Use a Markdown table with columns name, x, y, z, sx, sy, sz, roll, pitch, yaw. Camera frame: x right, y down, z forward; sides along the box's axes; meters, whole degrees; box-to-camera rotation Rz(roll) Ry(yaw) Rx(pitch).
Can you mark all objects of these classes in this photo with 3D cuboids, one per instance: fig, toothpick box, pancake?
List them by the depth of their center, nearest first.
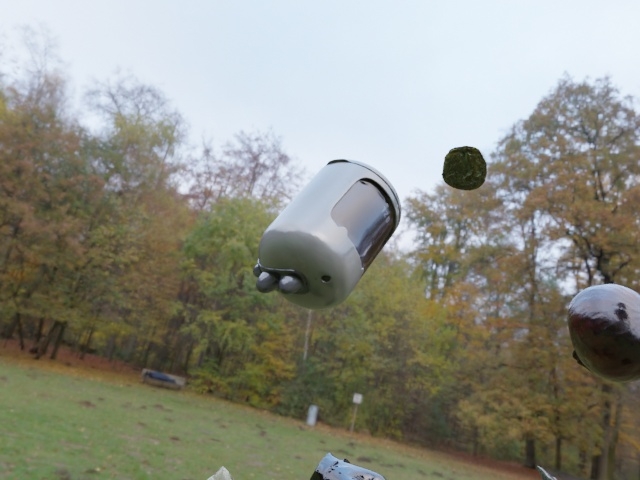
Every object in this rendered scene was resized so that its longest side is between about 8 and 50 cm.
| name | x | y | z | sx | sy | sz | roll | pitch | yaw |
| --- | --- | --- | --- | --- | --- | --- | --- | --- | --- |
| toothpick box | 0.000 | 0.000 | 1.065 | 0.228 | 0.316 | 0.229 | 21 | -44 | 21 |
| pancake | 0.325 | -0.163 | 1.202 | 0.107 | 0.108 | 0.017 | 9 | 22 | 14 |
| fig | 0.692 | 0.223 | 1.271 | 0.235 | 0.235 | 0.214 | 27 | -25 | -39 |

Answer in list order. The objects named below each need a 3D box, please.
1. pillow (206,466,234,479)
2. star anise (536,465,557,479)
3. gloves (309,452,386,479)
| name | x | y | z | sx | sy | sz | roll | pitch | yaw |
| --- | --- | --- | --- | --- | --- | --- | --- | --- | --- |
| pillow | -0.171 | 0.553 | 1.026 | 0.208 | 0.119 | 0.053 | 51 | -17 | 5 |
| star anise | 0.386 | 0.470 | 0.865 | 0.061 | 0.205 | 0.180 | -12 | -21 | 14 |
| gloves | 0.102 | 0.588 | 1.156 | 0.301 | 0.152 | 0.197 | 47 | -26 | 31 |
